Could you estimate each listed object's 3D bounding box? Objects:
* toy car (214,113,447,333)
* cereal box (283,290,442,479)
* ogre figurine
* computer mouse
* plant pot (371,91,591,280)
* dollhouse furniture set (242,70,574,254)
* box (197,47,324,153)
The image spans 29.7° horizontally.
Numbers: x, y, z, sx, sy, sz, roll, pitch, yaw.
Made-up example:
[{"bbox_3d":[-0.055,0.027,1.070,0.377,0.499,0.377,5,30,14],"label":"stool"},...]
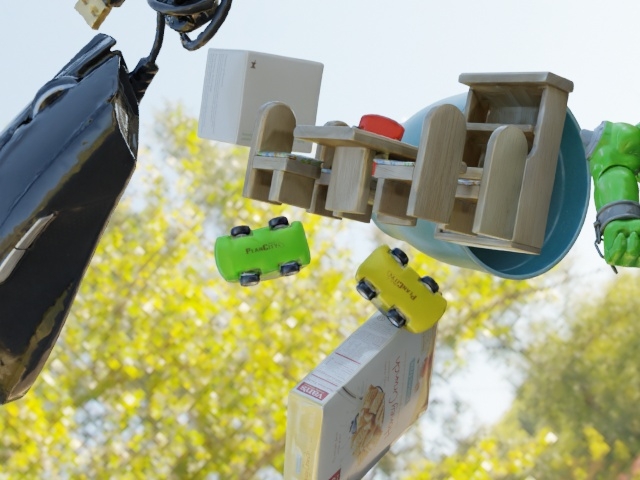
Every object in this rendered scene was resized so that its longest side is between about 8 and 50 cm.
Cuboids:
[{"bbox_3d":[0.000,0.000,1.256,0.224,0.239,0.053,-12,-13,-8],"label":"toy car"},{"bbox_3d":[0.046,0.170,1.275,0.240,0.047,0.173,-39,-37,-45],"label":"cereal box"},{"bbox_3d":[0.271,-0.044,0.863,0.197,0.118,0.097,-20,-28,-4],"label":"ogre figurine"},{"bbox_3d":[-0.127,-0.062,0.570,0.060,0.184,0.262,19,-59,-25],"label":"computer mouse"},{"bbox_3d":[0.202,-0.084,1.734,0.271,0.272,0.255,-42,22,-26],"label":"plant pot"},{"bbox_3d":[0.094,-0.089,1.054,0.242,0.212,0.161,12,-93,-41],"label":"dollhouse furniture set"},{"bbox_3d":[-0.064,-0.150,1.292,0.101,0.087,0.102,4,-84,-35],"label":"box"}]
